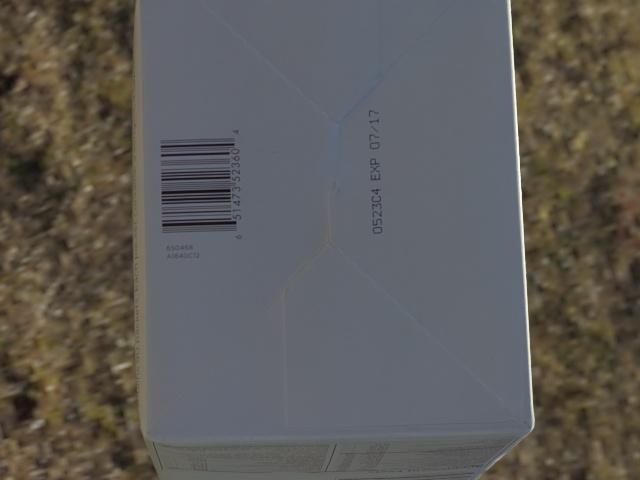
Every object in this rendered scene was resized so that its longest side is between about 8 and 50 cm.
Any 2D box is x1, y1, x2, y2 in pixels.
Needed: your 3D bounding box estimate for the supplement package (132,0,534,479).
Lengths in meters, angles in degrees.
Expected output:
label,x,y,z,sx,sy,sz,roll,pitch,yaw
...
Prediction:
label,x,y,z,sx,sy,sz,roll,pitch,yaw
supplement package,0.000,0.000,0.838,0.149,0.203,0.194,-1,77,-3
